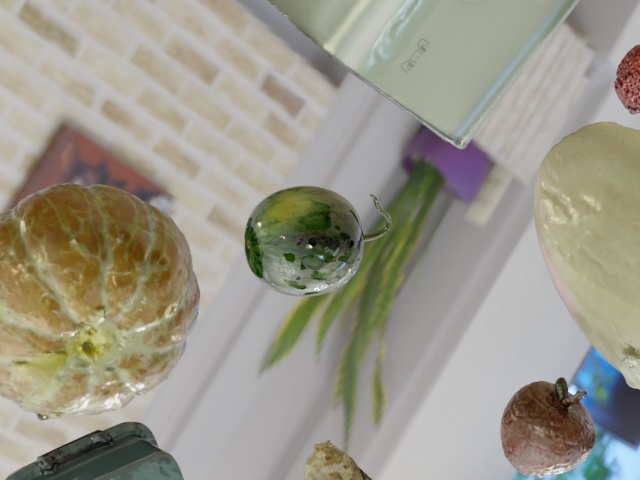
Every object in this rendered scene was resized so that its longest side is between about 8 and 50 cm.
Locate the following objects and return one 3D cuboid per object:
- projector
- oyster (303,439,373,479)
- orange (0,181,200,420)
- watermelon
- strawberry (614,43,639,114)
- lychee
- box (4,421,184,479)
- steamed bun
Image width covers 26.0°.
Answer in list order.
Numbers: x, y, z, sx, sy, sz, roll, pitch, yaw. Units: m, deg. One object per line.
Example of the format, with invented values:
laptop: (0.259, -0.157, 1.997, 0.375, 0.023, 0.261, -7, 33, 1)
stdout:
projector: (0.111, -0.284, 1.500, 0.248, 0.249, 0.248, 29, -167, -38)
oyster: (0.077, 0.425, 2.114, 0.294, 0.094, 0.166, 34, 133, -12)
orange: (-0.322, 0.074, 1.832, 0.329, 0.329, 0.249, 34, -174, -39)
watermelon: (0.000, 0.000, 1.705, 0.187, 0.140, 0.141, -3, -174, -16)
strawberry: (0.362, -0.179, 1.522, 0.083, 0.083, 0.096, 29, 166, 28)
lychee: (0.254, 0.202, 1.505, 0.101, 0.140, 0.114, 45, -147, -12)
box: (-0.187, 0.297, 1.299, 0.130, 0.162, 0.227, -3, 107, 62)
steamed bun: (0.239, 0.030, 0.951, 0.239, 0.152, 0.170, 33, 171, 49)
